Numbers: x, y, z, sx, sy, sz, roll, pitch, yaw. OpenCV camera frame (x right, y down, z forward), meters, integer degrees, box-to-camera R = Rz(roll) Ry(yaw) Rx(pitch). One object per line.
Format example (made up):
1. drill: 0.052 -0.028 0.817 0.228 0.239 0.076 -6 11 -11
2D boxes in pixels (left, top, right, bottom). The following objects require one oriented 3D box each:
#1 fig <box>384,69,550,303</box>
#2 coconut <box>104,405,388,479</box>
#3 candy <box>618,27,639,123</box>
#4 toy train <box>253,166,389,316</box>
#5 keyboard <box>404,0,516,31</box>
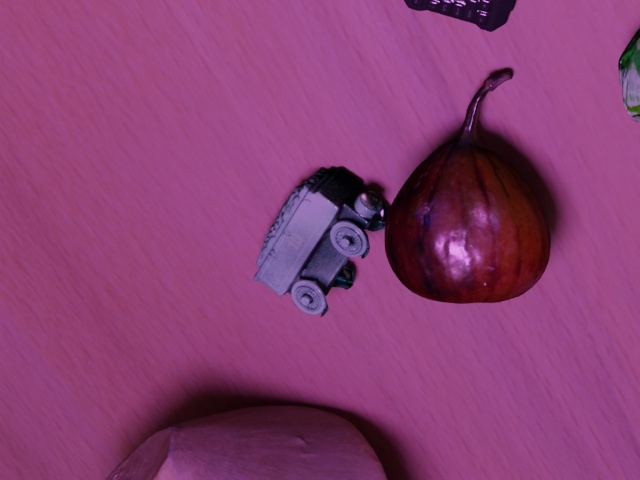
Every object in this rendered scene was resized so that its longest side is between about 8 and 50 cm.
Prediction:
1. fig: 0.125 -0.022 1.534 0.148 0.149 0.202 -10 119 36
2. coconut: -0.085 0.355 1.805 0.415 0.344 0.415 12 135 13
3. candy: 0.287 -0.235 1.346 0.097 0.097 0.323 7 123 18
4. toy train: 0.000 0.000 1.663 0.099 0.070 0.172 37 133 5
5. keyboard: 0.130 -0.290 1.398 0.106 0.016 0.262 18 132 8
